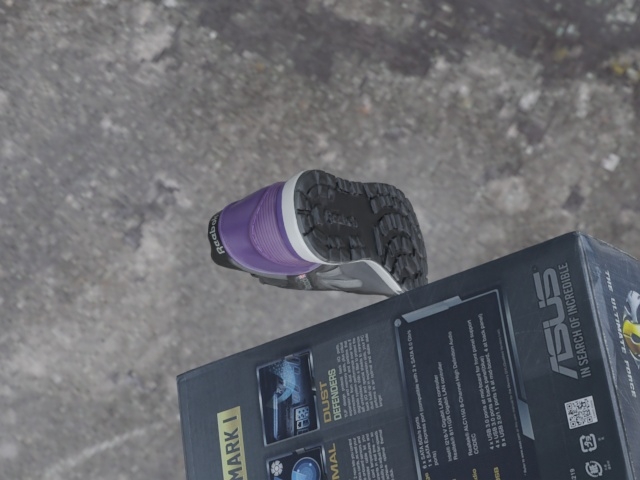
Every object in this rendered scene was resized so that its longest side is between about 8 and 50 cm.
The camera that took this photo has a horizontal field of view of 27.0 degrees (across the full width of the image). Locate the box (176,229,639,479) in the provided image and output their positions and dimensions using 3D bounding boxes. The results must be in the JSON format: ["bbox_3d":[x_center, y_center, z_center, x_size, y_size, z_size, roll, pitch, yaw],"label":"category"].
[{"bbox_3d":[0.044,0.135,0.459,0.183,0.232,0.059,-22,154,30],"label":"box"}]

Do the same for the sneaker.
[{"bbox_3d":[0.000,0.000,1.254,0.283,0.124,0.107,22,59,-57],"label":"sneaker"}]
